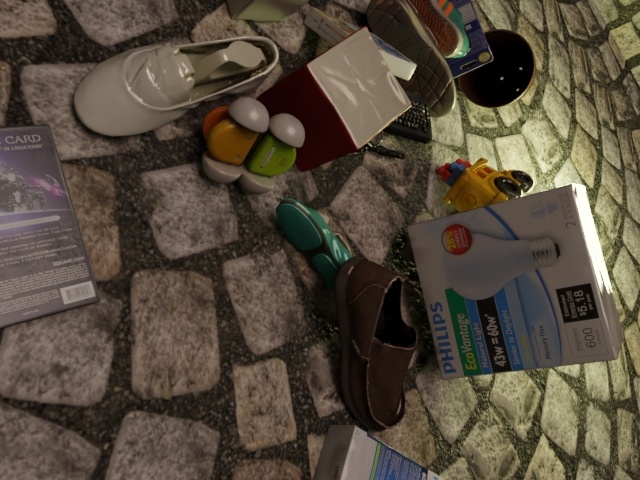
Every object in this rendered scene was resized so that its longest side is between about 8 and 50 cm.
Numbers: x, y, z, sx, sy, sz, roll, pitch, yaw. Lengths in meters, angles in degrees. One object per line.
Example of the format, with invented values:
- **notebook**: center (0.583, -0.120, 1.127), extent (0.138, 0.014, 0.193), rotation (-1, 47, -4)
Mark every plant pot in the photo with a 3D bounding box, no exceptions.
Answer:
- **plant pot**: center (0.546, -0.492, 1.734), extent (0.230, 0.215, 0.215), rotation (-12, 86, -58)

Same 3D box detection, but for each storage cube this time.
- **storage cube**: center (0.026, -0.277, 1.167), extent (0.215, 0.193, 0.183), rotation (-42, 106, -31)

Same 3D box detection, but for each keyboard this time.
- **keyboard**: center (0.151, -0.286, 1.396), extent (0.317, 0.033, 0.201), rotation (8, 77, -35)

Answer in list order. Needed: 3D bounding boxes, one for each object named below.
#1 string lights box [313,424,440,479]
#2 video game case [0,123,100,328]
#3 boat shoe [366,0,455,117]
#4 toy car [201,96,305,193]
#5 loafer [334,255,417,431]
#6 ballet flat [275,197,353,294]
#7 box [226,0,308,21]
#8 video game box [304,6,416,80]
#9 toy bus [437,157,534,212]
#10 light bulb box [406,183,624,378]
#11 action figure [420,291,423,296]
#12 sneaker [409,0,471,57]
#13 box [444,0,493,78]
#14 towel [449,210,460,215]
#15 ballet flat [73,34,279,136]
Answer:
- **string lights box**: center (0.111, 0.466, 1.118), extent (0.259, 0.077, 0.133), rotation (39, 55, -27)
- **video game case**: center (-0.435, -0.022, 0.806), extent (0.196, 0.026, 0.274), rotation (-15, 87, -44)
- **boat shoe**: center (0.251, -0.483, 1.495), extent (0.355, 0.132, 0.130), rotation (56, 38, -25)
- **toy car**: center (-0.131, -0.184, 1.069), extent (0.182, 0.159, 0.136), rotation (15, 31, -38)
- **loafer**: center (0.115, 0.213, 1.123), extent (0.134, 0.130, 0.366), rotation (-29, 115, -43)
- **ballet flat**: center (0.000, 0.000, 1.161), extent (0.247, 0.083, 0.087), rotation (54, 40, -22)
- **box**: center (-0.125, -0.581, 1.185), extent (0.148, 0.127, 0.232), rotation (-19, 90, -44)
- **video game box**: center (0.091, -0.443, 1.325), extent (0.205, 0.048, 0.187), rotation (5, 32, -42)
- **toy bus**: center (0.419, -0.144, 1.536), extent (0.211, 0.149, 0.220), rotation (43, 42, 17)
- **light bulb box**: center (0.425, 0.092, 1.293), extent (0.225, 0.361, 0.358), rotation (-4, 80, -59)
- **action figure**: center (0.257, 0.121, 1.388), extent (0.038, 0.030, 0.115), rotation (1, 77, -46)
- **sneaker**: center (0.304, -0.615, 1.586), extent (0.121, 0.108, 0.302), rotation (-12, 71, -51)
- **box**: center (0.380, -0.578, 1.639), extent (0.225, 0.136, 0.036), rotation (68, 19, -3)
- **towel**: center (0.491, -0.005, 1.635), extent (0.329, 0.037, 0.237), rotation (-22, 92, -44)
- **ballet flat**: center (-0.224, -0.289, 1.005), extent (0.400, 0.139, 0.139), rotation (-31, 99, -43)
